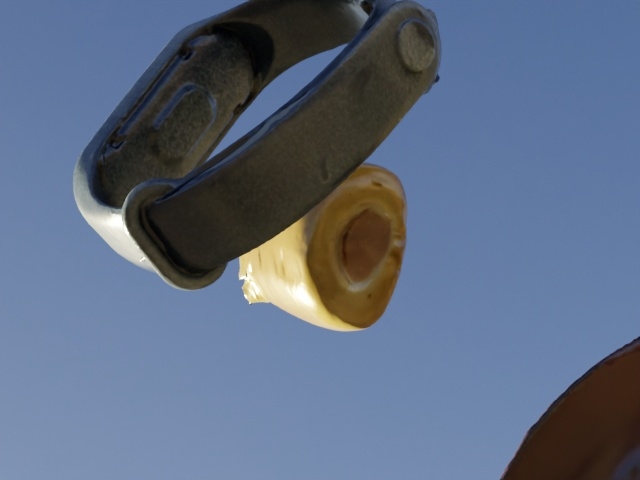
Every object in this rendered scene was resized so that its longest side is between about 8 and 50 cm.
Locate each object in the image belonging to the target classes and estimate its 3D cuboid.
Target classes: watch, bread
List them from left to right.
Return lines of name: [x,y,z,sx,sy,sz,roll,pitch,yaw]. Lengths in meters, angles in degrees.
watch: [-0.041,-0.063,0.868,0.193,0.206,0.068,0,-44,50]
bread: [-0.001,-0.001,1.266,0.085,0.134,0.173,13,-2,-22]

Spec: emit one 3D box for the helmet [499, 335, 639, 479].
helmet: [0.255,0.244,0.874,0.337,0.230,0.385,-31,-44,-12]
